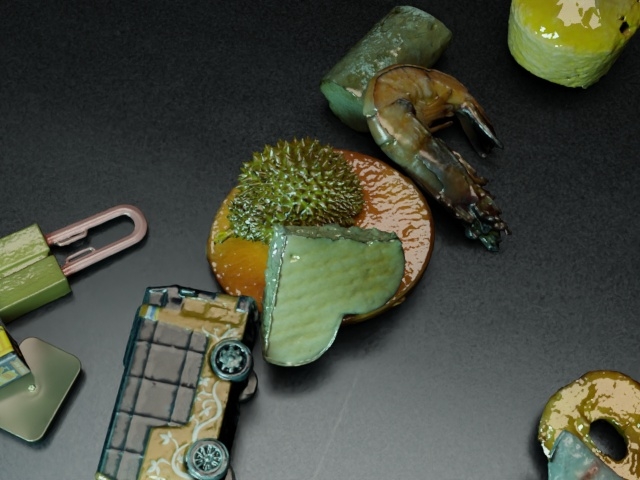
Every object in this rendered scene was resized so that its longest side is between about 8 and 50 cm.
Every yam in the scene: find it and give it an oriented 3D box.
[{"bbox_3d":[0.096,-0.250,1.850,0.107,0.107,0.194,38,71,14],"label":"yam"}]

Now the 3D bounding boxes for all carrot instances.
[{"bbox_3d":[0.000,0.000,1.759,0.307,0.100,0.258,-8,69,5],"label":"carrot"}]

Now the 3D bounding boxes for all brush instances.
[{"bbox_3d":[-0.343,0.014,1.761,0.233,0.047,0.103,-26,70,-12],"label":"brush"}]

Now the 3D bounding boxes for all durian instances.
[{"bbox_3d":[-0.055,-0.058,1.687,0.208,0.102,0.146,-29,75,4],"label":"durian"}]

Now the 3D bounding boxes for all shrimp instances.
[{"bbox_3d":[0.179,-0.127,1.795,0.289,0.075,0.178,44,58,-2],"label":"shrimp"}]

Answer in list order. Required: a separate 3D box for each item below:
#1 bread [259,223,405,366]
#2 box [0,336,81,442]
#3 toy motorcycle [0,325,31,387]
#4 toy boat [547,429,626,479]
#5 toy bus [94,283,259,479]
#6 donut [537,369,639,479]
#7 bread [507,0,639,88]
[{"bbox_3d":[-0.009,0.049,1.640,0.232,0.064,0.172,-41,113,5],"label":"bread"},{"bbox_3d":[-0.371,0.195,1.693,0.091,0.031,0.126,23,68,8],"label":"box"},{"bbox_3d":[-0.520,0.167,1.664,0.263,0.091,0.157,-30,63,-7],"label":"toy motorcycle"},{"bbox_3d":[0.370,0.351,1.574,0.282,0.096,0.206,39,99,-5],"label":"toy boat"},{"bbox_3d":[-0.172,0.200,1.640,0.167,0.138,0.275,11,70,6],"label":"toy bus"},{"bbox_3d":[0.364,0.259,1.666,0.162,0.065,0.178,-24,71,-6],"label":"donut"},{"bbox_3d":[0.361,-0.324,1.851,0.197,0.170,0.197,1,65,-2],"label":"bread"}]
